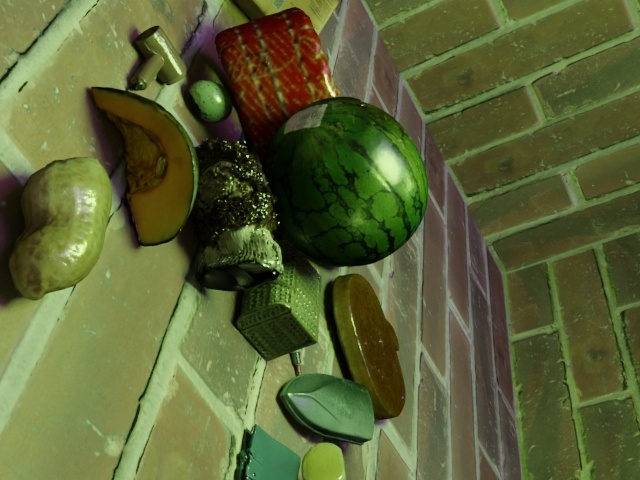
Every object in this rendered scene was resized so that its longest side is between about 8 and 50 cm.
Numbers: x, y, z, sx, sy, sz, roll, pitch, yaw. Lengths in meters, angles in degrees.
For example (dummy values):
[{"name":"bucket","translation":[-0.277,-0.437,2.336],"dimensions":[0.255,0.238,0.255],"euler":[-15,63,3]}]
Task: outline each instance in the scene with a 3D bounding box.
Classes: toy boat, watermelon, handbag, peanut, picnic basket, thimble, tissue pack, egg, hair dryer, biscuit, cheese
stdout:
[{"name":"toy boat","translation":[0.013,0.368,1.904],"dimensions":[0.319,0.092,0.141],"euler":[28,46,-50]},{"name":"watermelon","translation":[0.051,-0.115,1.779],"dimensions":[0.363,0.363,0.363],"euler":[50,28,-41]},{"name":"handbag","translation":[-0.106,0.463,1.581],"dimensions":[0.144,0.057,0.221],"euler":[51,28,-30]},{"name":"peanut","translation":[-0.381,-0.021,1.250],"dimensions":[0.137,0.122,0.253],"euler":[35,43,-42]},{"name":"picnic basket","translation":[-0.091,0.119,1.809],"dimensions":[0.154,0.134,0.196],"euler":[51,28,-35]},{"name":"thimble","translation":[-0.088,-0.346,1.977],"dimensions":[0.350,0.230,0.350],"euler":[160,-90,-90]},{"name":"tissue pack","translation":[-0.136,-0.697,2.381],"dimensions":[0.305,0.238,0.239],"euler":[38,37,-53]},{"name":"egg","translation":[-0.242,-0.307,1.884],"dimensions":[0.110,0.085,0.085],"euler":[34,40,-45]},{"name":"hair dryer","translation":[-0.341,-0.343,1.726],"dimensions":[0.117,0.064,0.182],"euler":[59,31,-30]},{"name":"biscuit","translation":[0.127,0.281,2.282],"dimensions":[0.350,0.070,0.394],"euler":[8,65,-69]},{"name":"cheese","translation":[0.014,0.501,1.702],"dimensions":[0.123,0.093,0.167],"euler":[-76,163,-60]}]

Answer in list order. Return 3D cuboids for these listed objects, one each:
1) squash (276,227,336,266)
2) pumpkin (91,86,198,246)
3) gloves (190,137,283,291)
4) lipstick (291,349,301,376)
[{"name":"squash","translation":[0.000,0.000,2.181],"dimensions":[0.378,0.101,0.101],"euler":[29,45,-56]},{"name":"pumpkin","translation":[-0.275,-0.158,1.550],"dimensions":[0.148,0.169,0.312],"euler":[-17,87,-66]},{"name":"gloves","translation":[-0.179,-0.055,1.684],"dimensions":[0.135,0.210,0.312],"euler":[12,66,-47]},{"name":"lipstick","translation":[-0.056,0.255,1.920],"dimensions":[0.025,0.025,0.107],"euler":[11,67,-64]}]
